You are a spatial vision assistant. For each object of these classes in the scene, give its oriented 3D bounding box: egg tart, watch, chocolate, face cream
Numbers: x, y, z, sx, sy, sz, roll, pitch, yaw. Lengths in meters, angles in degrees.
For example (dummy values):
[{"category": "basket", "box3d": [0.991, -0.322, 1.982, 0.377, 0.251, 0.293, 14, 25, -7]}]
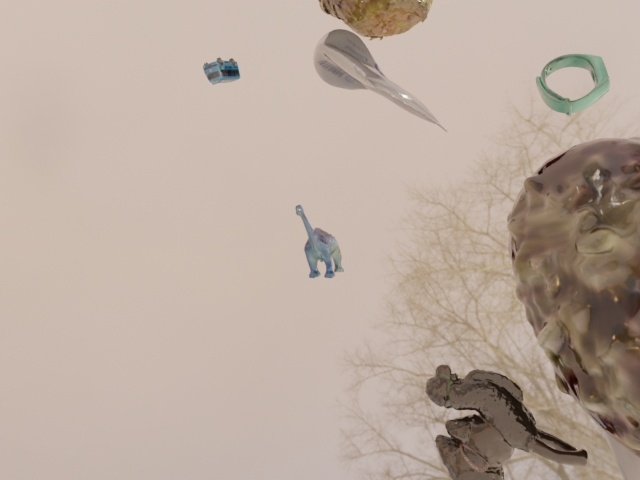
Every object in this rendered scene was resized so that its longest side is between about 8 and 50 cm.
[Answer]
[{"category": "egg tart", "box3d": [0.169, -0.619, 1.127, 0.351, 0.352, 0.150, -13, -86, -11]}, {"category": "watch", "box3d": [0.803, -0.503, 1.405, 0.194, 0.237, 0.068, -10, -35, 24]}, {"category": "chocolate", "box3d": [0.301, 0.048, 0.407, 0.209, 0.341, 0.225, 9, -31, -28]}, {"category": "face cream", "box3d": [0.106, -0.379, 1.030, 0.234, 0.420, 0.137, 18, -63, -37]}]

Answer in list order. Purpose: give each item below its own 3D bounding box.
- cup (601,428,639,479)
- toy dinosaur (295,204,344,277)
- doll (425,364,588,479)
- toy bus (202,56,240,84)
[{"category": "cup", "box3d": [0.731, 0.410, 0.909, 0.236, 0.327, 0.323, -20, -81, 22]}, {"category": "toy dinosaur", "box3d": [0.001, 0.027, 1.006, 0.076, 0.145, 0.329, -12, -14, 14]}, {"category": "doll", "box3d": [0.178, 0.210, 0.468, 0.057, 0.165, 0.139, -20, -40, -63]}, {"category": "toy bus", "box3d": [-0.200, -0.345, 0.900, 0.038, 0.083, 0.046, -9, -73, 24]}]
